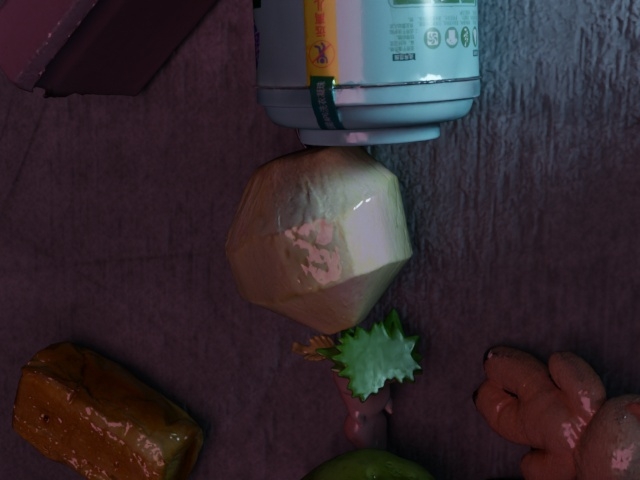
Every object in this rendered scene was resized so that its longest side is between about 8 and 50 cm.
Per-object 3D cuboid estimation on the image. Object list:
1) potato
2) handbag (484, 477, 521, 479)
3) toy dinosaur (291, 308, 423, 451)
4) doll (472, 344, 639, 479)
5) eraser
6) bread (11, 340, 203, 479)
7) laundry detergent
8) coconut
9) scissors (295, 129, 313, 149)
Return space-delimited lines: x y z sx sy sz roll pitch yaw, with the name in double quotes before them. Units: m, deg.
"potato" 0.041 0.400 1.666 0.216 0.216 0.304 57 141 4
"handbag" 0.277 0.408 1.601 0.215 0.169 0.155 19 106 19
"toy dinosaur" 0.070 0.192 1.696 0.194 0.152 0.177 57 153 14
"doll" 0.340 0.234 1.582 0.303 0.156 0.201 34 123 44
"eraser" -0.248 -0.355 1.624 0.359 0.272 0.122 -44 76 26
"bread" -0.325 0.279 1.851 0.294 0.132 0.166 27 110 15
"laundry detergent" 0.055 -0.276 1.504 0.287 0.287 0.305 1 100 23
"coconut" 0.000 0.000 1.611 0.259 0.259 0.259 4 101 22
"scissors" -0.029 -0.253 1.690 0.109 0.022 0.300 -27 87 21
